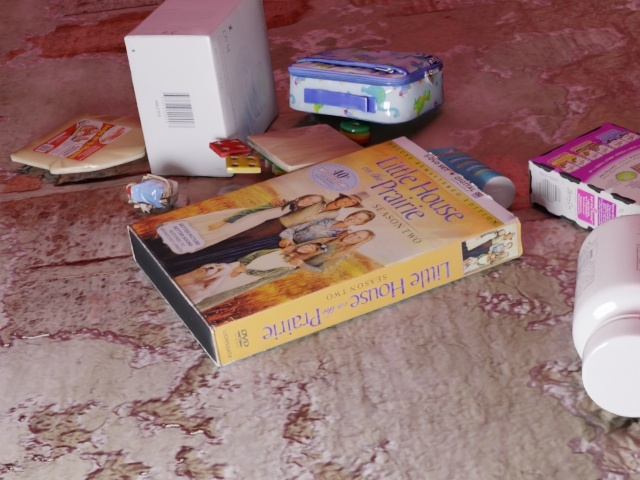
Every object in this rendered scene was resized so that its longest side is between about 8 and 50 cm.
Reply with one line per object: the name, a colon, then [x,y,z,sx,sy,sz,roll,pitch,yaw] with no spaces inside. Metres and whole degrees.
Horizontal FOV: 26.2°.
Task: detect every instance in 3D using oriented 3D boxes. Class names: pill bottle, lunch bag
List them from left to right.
lunch bag: [0.069,-0.239,2.107,0.219,0.090,0.176,11,24,32]
pill bottle: [0.337,0.081,1.475,0.131,0.131,0.229,0,31,13]

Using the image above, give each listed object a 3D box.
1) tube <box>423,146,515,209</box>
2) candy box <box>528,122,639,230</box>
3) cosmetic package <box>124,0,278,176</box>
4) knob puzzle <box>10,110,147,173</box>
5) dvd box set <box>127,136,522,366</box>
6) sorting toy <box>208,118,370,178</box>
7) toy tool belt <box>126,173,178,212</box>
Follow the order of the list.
tube: [0.196,-0.094,1.902,0.080,0.052,0.207,-4,21,-23]
candy box: [0.407,-0.066,1.776,0.159,0.071,0.233,-25,34,-29]
cosmetic package: [-0.170,-0.245,2.061,0.138,0.224,0.224,2,31,17]
knob puzzle: [-0.347,-0.140,2.114,0.213,0.030,0.213,-5,29,3]
dvd box set: [0.000,0.000,1.761,0.420,0.062,0.307,-19,32,-18]
sorting toy: [-0.026,-0.116,1.968,0.274,0.046,0.132,-11,28,-28]
toy tool belt: [-0.245,-0.066,1.942,0.083,0.052,0.051,4,23,20]
